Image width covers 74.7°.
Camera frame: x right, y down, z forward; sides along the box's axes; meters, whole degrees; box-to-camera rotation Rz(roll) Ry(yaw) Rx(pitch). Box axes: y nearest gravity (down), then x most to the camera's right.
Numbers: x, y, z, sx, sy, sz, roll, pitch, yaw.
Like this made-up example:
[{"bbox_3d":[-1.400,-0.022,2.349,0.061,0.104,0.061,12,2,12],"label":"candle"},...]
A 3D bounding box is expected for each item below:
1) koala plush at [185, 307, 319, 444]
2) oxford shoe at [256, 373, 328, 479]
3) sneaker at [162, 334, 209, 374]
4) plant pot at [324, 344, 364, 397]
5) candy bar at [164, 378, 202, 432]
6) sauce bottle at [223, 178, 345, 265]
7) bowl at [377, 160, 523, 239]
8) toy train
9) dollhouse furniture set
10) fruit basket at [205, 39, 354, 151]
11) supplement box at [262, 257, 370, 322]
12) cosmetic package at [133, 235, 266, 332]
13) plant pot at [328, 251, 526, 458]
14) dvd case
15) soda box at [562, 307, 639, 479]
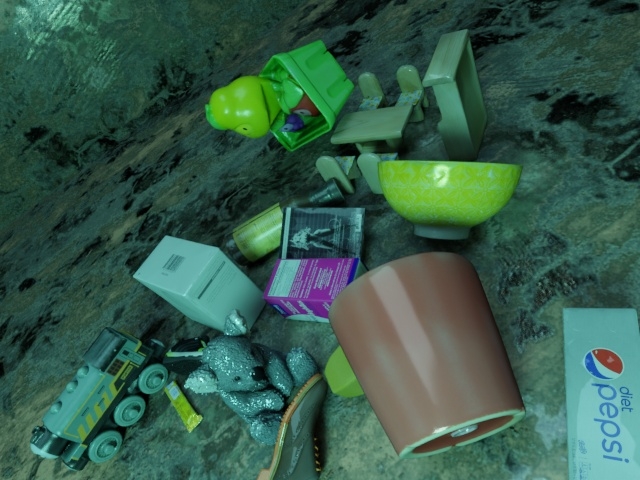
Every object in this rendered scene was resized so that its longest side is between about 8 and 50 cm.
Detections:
[{"bbox_3d":[-0.157,0.259,0.839,0.203,0.221,0.196,12,62,39],"label":"koala plush"},{"bbox_3d":[-0.032,0.383,0.763,0.098,0.097,0.271,16,69,22],"label":"oxford shoe"},{"bbox_3d":[-0.297,0.266,1.015,0.235,0.084,0.097,-10,40,37],"label":"sneaker"},{"bbox_3d":[0.057,0.256,0.810,0.083,0.081,0.081,-45,42,10],"label":"plant pot"},{"bbox_3d":[-0.328,0.385,0.991,0.040,0.018,0.161,-46,43,-15],"label":"candy bar"},{"bbox_3d":[-0.096,-0.052,1.149,0.345,0.111,0.111,-29,44,9],"label":"sauce bottle"},{"bbox_3d":[0.261,-0.087,0.888,0.290,0.290,0.155,9,101,38],"label":"bowl"},{"bbox_3d":[-0.519,0.369,1.003,0.142,0.190,0.333,13,62,40],"label":"toy train"},{"bbox_3d":[0.198,-0.342,1.099,0.394,0.256,0.362,4,56,35],"label":"dollhouse furniture set"},{"bbox_3d":[-0.137,-0.395,1.261,0.392,0.283,0.392,-37,16,13],"label":"fruit basket"},{"bbox_3d":[-0.001,0.112,0.945,0.220,0.111,0.113,-2,54,33],"label":"supplement box"},{"bbox_3d":[-0.292,0.117,1.047,0.224,0.224,0.138,10,58,38],"label":"cosmetic package"},{"bbox_3d":[0.175,0.191,0.673,0.275,0.275,0.243,-27,52,11],"label":"plant pot"},{"bbox_3d":[0.000,0.000,1.037,0.221,0.018,0.164,2,83,23],"label":"dvd case"},{"bbox_3d":[0.401,0.240,0.588,0.098,0.091,0.286,-5,51,32],"label":"soda box"}]
